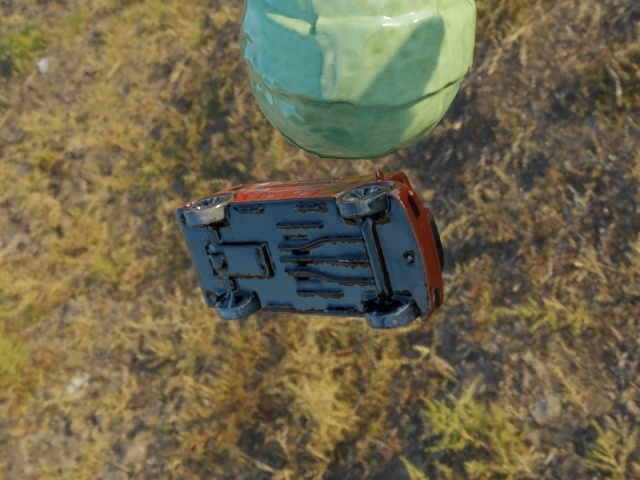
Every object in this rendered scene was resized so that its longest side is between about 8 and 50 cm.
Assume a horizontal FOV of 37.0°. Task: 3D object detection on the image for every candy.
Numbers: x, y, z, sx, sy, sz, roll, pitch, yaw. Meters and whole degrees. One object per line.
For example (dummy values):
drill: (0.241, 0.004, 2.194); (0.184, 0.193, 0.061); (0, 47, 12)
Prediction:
candy: (0.024, -0.243, 0.408); (0.119, 0.119, 0.439); (-128, 36, -58)

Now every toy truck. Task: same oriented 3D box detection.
toy truck: (0.000, 0.000, 0.798); (0.253, 0.107, 0.114); (-1, 21, 40)
